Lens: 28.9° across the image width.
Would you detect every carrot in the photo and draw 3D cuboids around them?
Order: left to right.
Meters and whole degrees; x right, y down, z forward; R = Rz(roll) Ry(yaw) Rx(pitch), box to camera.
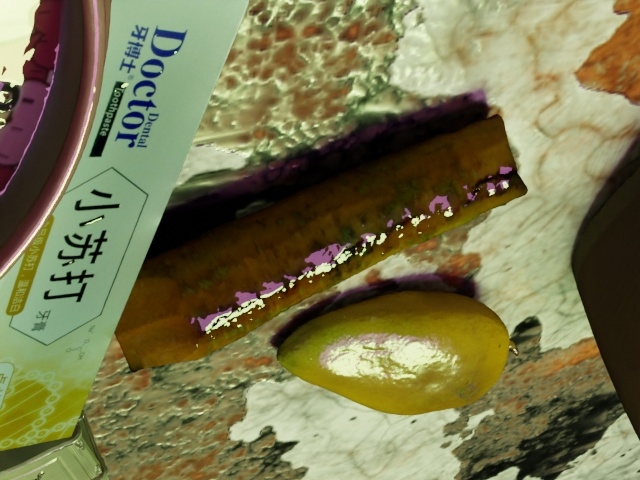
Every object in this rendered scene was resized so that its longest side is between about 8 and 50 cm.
[{"bbox_3d":[0.000,0.000,0.723,0.260,0.070,0.070,-25,145,-10],"label":"carrot"}]

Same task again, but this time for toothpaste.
[{"bbox_3d":[-0.133,-0.014,0.612,0.089,0.071,0.313,-6,138,-36],"label":"toothpaste"}]

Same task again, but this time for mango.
[{"bbox_3d":[0.059,0.079,0.868,0.187,0.066,0.101,7,131,-29],"label":"mango"}]

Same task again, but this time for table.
[{"bbox_3d":[-0.178,0.130,0.761,0.079,0.062,0.083,-24,145,-7],"label":"table"}]

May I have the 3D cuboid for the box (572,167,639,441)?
[{"bbox_3d":[0.339,0.065,0.852,0.301,0.216,0.301,-5,148,-3],"label":"box"}]

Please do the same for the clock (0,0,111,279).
[{"bbox_3d":[-0.169,-0.051,0.336,0.244,0.056,0.244,-21,133,-23],"label":"clock"}]
